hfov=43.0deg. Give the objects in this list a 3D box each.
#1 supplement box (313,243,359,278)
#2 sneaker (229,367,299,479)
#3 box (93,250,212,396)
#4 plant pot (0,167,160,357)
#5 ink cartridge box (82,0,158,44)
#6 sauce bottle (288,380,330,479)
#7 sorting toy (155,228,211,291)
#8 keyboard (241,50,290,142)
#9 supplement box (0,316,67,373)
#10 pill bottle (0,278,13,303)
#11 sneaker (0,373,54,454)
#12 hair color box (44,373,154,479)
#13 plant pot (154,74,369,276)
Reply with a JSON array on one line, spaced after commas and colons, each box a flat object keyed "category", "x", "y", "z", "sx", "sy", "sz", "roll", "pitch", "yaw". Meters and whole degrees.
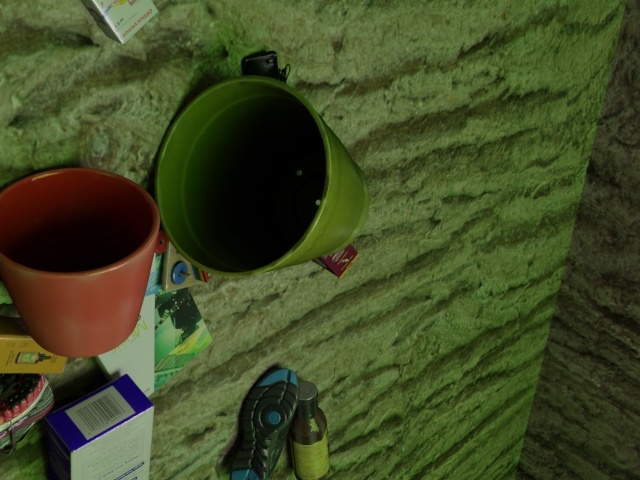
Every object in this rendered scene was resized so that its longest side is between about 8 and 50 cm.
[{"category": "supplement box", "x": 0.000, "y": 0.000, "z": 1.919, "sx": 0.080, "sy": 0.104, "sz": 0.188, "roll": -53, "pitch": 142, "yaw": -8}, {"category": "sneaker", "x": -0.141, "y": 0.481, "z": 2.101, "sx": 0.140, "sy": 0.125, "sz": 0.340, "roll": -9, "pitch": 122, "yaw": -78}, {"category": "box", "x": -0.364, "y": 0.170, "z": 1.656, "sx": 0.232, "sy": 0.058, "sz": 0.322, "roll": -41, "pitch": 140, "yaw": -24}, {"category": "plant pot", "x": -0.411, "y": 0.049, "z": 1.376, "sx": 0.275, "sy": 0.275, "sz": 0.243, "roll": -29, "pitch": 145, "yaw": -34}, {"category": "ink cartridge box", "x": -0.333, "y": -0.395, "z": 1.317, "sx": 0.088, "sy": 0.052, "sz": 0.122, "roll": -49, "pitch": 143, "yaw": -15}, {"category": "sauce bottle", "x": -0.032, "y": 0.531, "z": 2.232, "sx": 0.111, "sy": 0.111, "sz": 0.344, "roll": -32, "pitch": 137, "yaw": -32}, {"category": "sorting toy", "x": -0.251, "y": 0.032, "z": 1.637, "sx": 0.274, "sy": 0.046, "sz": 0.132, "roll": -14, "pitch": 113, "yaw": -61}, {"category": "keyboard", "x": -0.110, "y": -0.299, "z": 1.666, "sx": 0.100, "sy": 0.038, "sz": 0.192, "roll": -14, "pitch": 129, "yaw": -15}, {"category": "supplement box", "x": -0.556, "y": 0.184, "z": 1.431, "sx": 0.233, "sy": 0.080, "sz": 0.078, "roll": 13, "pitch": 104, "yaw": -50}, {"category": "pill bottle", "x": -0.561, "y": 0.083, "z": 1.384, "sx": 0.043, "sy": 0.043, "sz": 0.083, "roll": -59, "pitch": 143, "yaw": -1}, {"category": "sneaker", "x": -0.606, "y": 0.358, "z": 1.456, "sx": 0.299, "sy": 0.121, "sz": 0.112, "roll": -40, "pitch": 142, "yaw": -26}, {"category": "hair color box", "x": -0.447, "y": 0.444, "z": 1.649, "sx": 0.185, "sy": 0.110, "sz": 0.338, "roll": -26, "pitch": 143, "yaw": -37}, {"category": "plant pot", "x": -0.075, "y": -0.098, "z": 1.609, "sx": 0.366, "sy": 0.366, "sz": 0.353, "roll": -64, "pitch": 155, "yaw": 6}]
